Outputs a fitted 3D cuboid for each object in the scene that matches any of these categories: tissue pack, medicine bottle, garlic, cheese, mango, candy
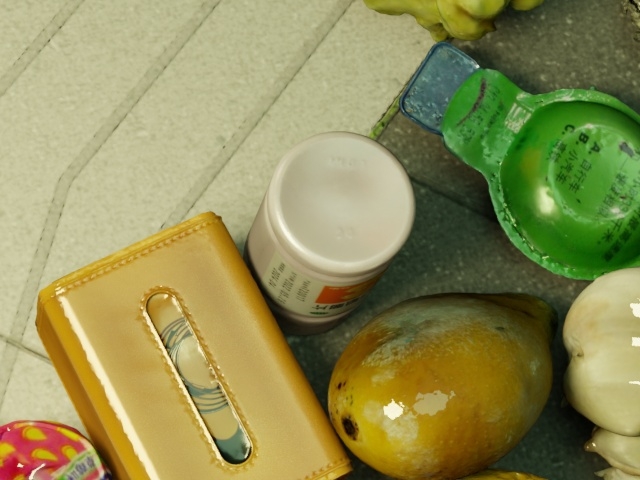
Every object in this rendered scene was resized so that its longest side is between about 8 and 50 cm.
[{"bbox_3d":[-0.116,0.140,1.531,0.194,0.145,0.274,-26,80,-18],"label":"tissue pack"},{"bbox_3d":[0.000,0.000,1.536,0.133,0.250,0.133,3,73,-10],"label":"medicine bottle"},{"bbox_3d":[0.330,0.141,1.590,0.281,0.203,0.185,54,40,-28],"label":"garlic"},{"bbox_3d":[0.230,-0.083,1.689,0.320,0.083,0.204,33,72,-1],"label":"cheese"},{"bbox_3d":[0.124,0.116,1.536,0.192,0.146,0.316,6,24,28],"label":"mango"},{"bbox_3d":[-0.353,0.160,1.516,0.365,0.124,0.124,30,70,12],"label":"candy"}]

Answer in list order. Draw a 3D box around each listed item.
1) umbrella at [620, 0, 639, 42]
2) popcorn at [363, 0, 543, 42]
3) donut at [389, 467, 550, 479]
[{"bbox_3d":[0.501,-0.256,1.780,0.357,0.106,0.113,-2,82,-7],"label":"umbrella"},{"bbox_3d":[0.131,-0.327,1.670,0.255,0.256,0.195,67,28,-18],"label":"popcorn"},{"bbox_3d":[0.127,0.391,1.482,0.377,0.163,0.435,44,72,7],"label":"donut"}]
